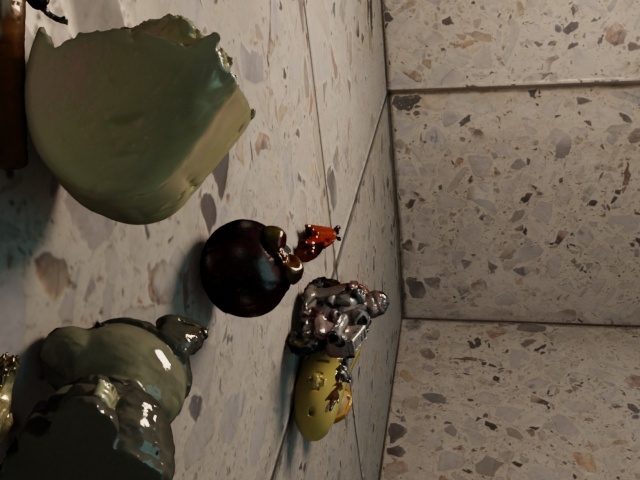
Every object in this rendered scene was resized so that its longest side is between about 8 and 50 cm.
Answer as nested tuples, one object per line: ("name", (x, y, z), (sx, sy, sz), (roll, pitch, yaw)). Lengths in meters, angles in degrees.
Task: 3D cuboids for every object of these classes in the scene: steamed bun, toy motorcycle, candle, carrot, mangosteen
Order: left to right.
("carrot", (-0.254, -0.137, 0.528), (0.055, 0.055, 0.162), (-51, 147, -70))
("steamed bun", (-0.159, -0.124, 0.589), (0.200, 0.170, 0.225), (-48, -176, -10))
("mangosteen", (-0.099, 0.040, 0.995), (0.152, 0.152, 0.153), (1, 90, -77))
("candle", (0.000, 0.000, 1.631), (0.301, 0.059, 0.084), (-13, 115, -75))
("toy motorcycle", (0.036, 0.193, 1.464), (0.401, 0.207, 0.134), (-65, 149, -60))

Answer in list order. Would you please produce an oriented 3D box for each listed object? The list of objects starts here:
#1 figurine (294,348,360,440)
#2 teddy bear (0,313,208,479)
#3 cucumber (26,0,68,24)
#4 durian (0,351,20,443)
("figurine", (0.017, 0.335, 1.596), (0.325, 0.124, 0.222), (-70, 161, -47))
("teddy bear", (-0.202, 0.156, 0.614), (0.171, 0.144, 0.251), (-58, -167, 11))
("cucumber", (-0.254, -0.254, 0.555), (0.039, 0.043, 0.163), (43, -31, 44))
("durian", (-0.255, 0.137, 0.467), (0.140, 0.070, 0.111), (-112, -143, -58))
